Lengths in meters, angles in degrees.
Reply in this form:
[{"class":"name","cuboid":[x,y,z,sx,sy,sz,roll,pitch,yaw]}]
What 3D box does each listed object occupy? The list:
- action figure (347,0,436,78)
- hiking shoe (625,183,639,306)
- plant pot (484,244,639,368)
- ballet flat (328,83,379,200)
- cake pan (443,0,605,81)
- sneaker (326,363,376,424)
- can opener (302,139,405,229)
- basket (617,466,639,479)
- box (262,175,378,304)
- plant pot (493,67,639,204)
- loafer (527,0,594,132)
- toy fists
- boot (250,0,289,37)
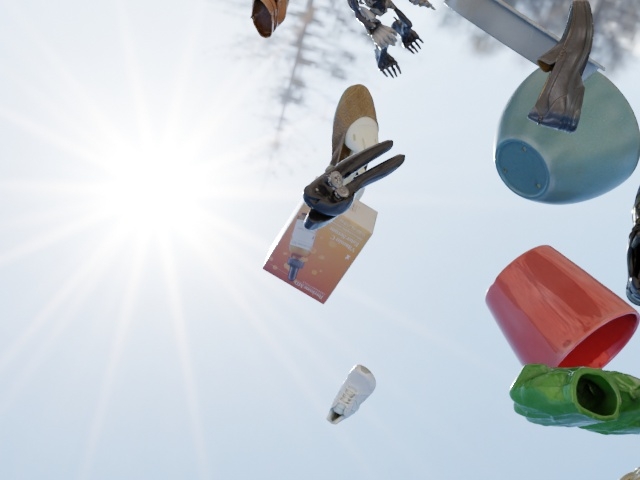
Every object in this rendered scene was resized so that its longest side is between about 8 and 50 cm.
[{"class":"action figure","cuboid":[0.134,-0.438,2.230,0.164,0.275,0.141,-42,-123,-10]},{"class":"hiking shoe","cuboid":[0.538,-0.010,1.891,0.086,0.227,0.114,5,168,15]},{"class":"plant pot","cuboid":[0.497,0.158,2.501,0.275,0.275,0.243,-9,-129,-42]},{"class":"ballet flat","cuboid":[0.077,-0.188,2.753,0.116,0.342,0.124,3,-155,-30]},{"class":"cake pan","cuboid":[0.314,-0.330,1.862,0.293,0.054,0.293,31,-166,-8]},{"class":"sneaker","cuboid":[0.054,0.279,2.098,0.054,0.152,0.061,36,-134,13]},{"class":"can opener","cuboid":[0.041,-0.082,1.492,0.059,0.073,0.186,52,-128,-2]},{"class":"basket","cuboid":[0.635,0.400,1.641,0.331,0.266,0.328,-28,-178,-13]},{"class":"box","cuboid":[0.000,0.000,2.048,0.130,0.170,0.091,30,-154,-6]},{"class":"plant pot","cuboid":[0.456,-0.185,2.339,0.290,0.290,0.195,33,-129,31]},{"class":"loafer","cuboid":[0.293,-0.216,1.429,0.061,0.170,0.062,10,164,6]},{"class":"toy fists","cuboid":[0.397,0.231,1.722,0.279,0.096,0.142,12,160,-36]},{"class":"boot","cuboid":[-0.115,-0.508,2.322,0.073,0.197,0.152,-13,-149,22]}]
